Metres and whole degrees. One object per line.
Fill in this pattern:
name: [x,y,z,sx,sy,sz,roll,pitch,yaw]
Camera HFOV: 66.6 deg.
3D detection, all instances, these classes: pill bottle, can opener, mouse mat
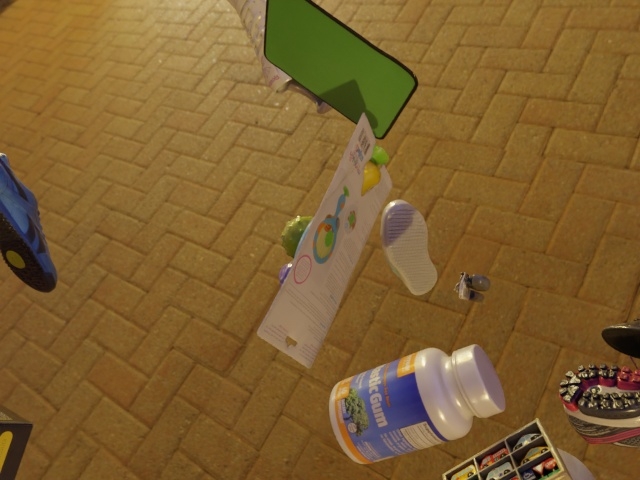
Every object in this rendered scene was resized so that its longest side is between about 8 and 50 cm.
pill bottle: [0.164,0.276,0.841,0.272,0.152,0.152,-29,49,25]
can opener: [0.457,0.147,1.438,0.093,0.280,0.074,10,84,25]
mouse mat: [0.014,-0.197,0.555,0.190,0.152,0.007,35,75,0]

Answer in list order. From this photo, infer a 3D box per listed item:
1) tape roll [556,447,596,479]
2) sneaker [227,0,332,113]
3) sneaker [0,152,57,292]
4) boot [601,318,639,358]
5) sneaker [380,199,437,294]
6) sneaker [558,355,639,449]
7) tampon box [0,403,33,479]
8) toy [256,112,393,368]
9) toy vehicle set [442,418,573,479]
tape roll: [0.581,0.682,1.256,0.246,0.169,0.245,3,95,34]
sneaker: [-0.064,-0.326,0.759,0.305,0.114,0.152,39,70,-7]
sneaker: [-0.423,-0.025,0.696,0.069,0.209,0.082,-8,26,24]
boot: [0.818,0.167,1.137,0.263,0.091,0.229,-11,25,44]
sneaker: [0.223,0.009,1.392,0.135,0.365,0.150,-32,44,-9]
sneaker: [0.518,0.245,0.705,0.299,0.112,0.121,-10,26,40]
tampon box: [-0.392,0.224,0.494,0.161,0.101,0.120,3,74,38]
toy: [0.000,0.000,0.506,0.056,0.137,0.237,20,72,29]
toy vehicle set: [0.395,0.518,1.061,0.267,0.035,0.166,-38,9,14]
